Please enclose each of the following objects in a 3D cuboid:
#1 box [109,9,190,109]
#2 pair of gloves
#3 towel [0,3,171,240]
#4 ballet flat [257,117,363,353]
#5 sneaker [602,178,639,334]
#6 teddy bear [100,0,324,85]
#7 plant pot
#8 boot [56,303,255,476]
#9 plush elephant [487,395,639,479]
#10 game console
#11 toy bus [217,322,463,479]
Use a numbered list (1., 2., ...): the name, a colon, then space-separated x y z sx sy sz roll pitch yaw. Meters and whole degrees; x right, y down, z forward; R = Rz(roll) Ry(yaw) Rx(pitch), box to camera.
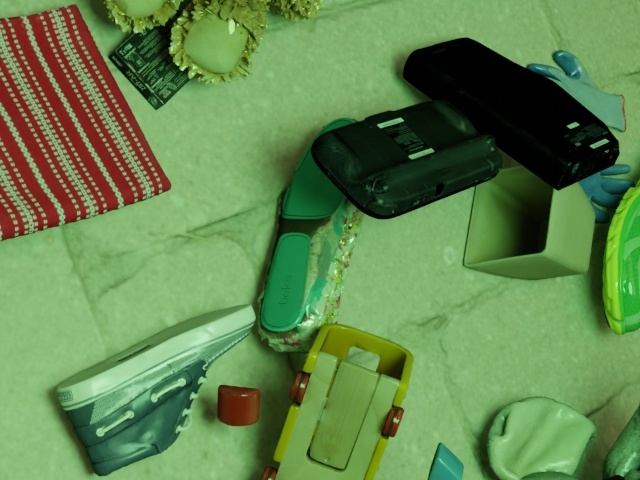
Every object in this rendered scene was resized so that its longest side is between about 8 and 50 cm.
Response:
1. box: -0.147 -0.173 1.130 0.067 0.018 0.083 47 59 -14
2. pair of gloves: 0.299 -0.121 1.395 0.159 0.023 0.198 11 73 -30
3. towel: -0.269 -0.095 0.982 0.275 0.031 0.198 -20 78 -43
4. ballet flat: 0.000 0.000 1.155 0.077 0.091 0.241 45 59 -51
5. sneaker: 0.403 -0.014 1.360 0.295 0.124 0.109 -53 145 -29
6. teddy bear: -0.087 -0.304 1.150 0.245 0.113 0.338 16 71 -20
7. plant pot: 0.231 -0.012 1.280 0.096 0.109 0.109 27 65 -36
8. boot: -0.129 0.126 1.046 0.190 0.069 0.086 -25 99 -26
9. plush elephant: 0.290 0.274 1.168 0.255 0.330 0.271 -11 82 -10
10. game console: 0.127 -0.108 1.174 0.213 0.044 0.361 41 40 27
11. toy bus: 0.014 0.176 1.085 0.191 0.202 0.104 63 17 -11
